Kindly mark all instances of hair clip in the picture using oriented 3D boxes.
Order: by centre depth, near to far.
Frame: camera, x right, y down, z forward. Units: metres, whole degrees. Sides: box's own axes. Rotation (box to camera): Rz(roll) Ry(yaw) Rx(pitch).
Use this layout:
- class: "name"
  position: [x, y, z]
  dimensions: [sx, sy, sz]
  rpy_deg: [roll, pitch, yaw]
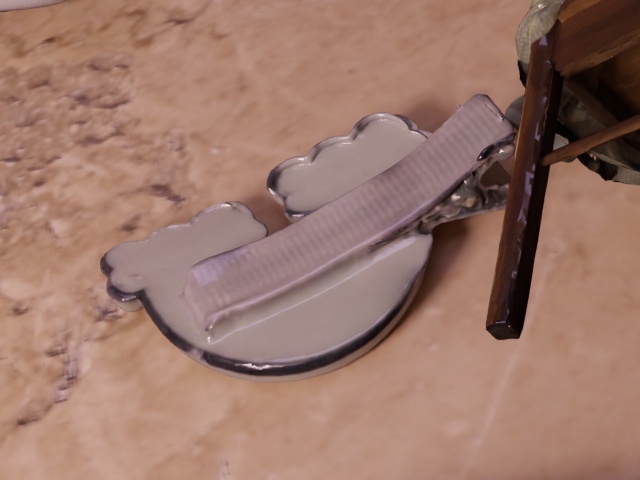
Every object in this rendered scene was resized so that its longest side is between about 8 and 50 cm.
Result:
- class: "hair clip"
  position: [0.000, 0.000, 0.853]
  dimensions: [0.220, 0.054, 0.140]
  rpy_deg: [-29, 48, -2]

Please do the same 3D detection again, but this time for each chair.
- class: "chair"
  position: [0.182, -0.089, 0.734]
  dimensions: [0.186, 0.160, 0.319]
  rpy_deg: [-23, 46, 42]

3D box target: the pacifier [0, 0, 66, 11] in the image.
- class: "pacifier"
  position: [-0.240, -0.264, 1.070]
  dimensions: [0.299, 0.233, 0.244]
  rpy_deg: [-3, 44, 18]

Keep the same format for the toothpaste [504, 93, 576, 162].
- class: "toothpaste"
  position: [0.199, -0.122, 0.897]
  dimensions: [0.233, 0.038, 0.060]
  rpy_deg: [-37, 42, -10]
